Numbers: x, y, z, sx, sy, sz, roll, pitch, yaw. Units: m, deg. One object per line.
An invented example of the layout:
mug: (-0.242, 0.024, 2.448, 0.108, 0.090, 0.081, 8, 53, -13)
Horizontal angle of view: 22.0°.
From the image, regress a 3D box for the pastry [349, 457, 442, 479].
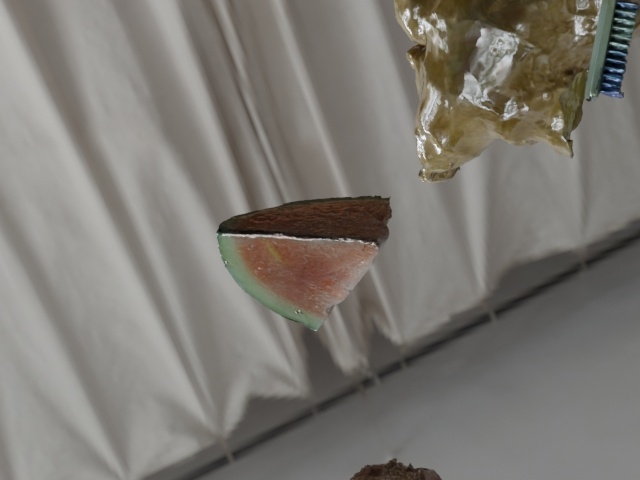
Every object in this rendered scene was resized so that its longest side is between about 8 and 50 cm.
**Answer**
pastry: (0.083, 0.301, 1.294, 0.112, 0.265, 0.103, -14, 164, 39)

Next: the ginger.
ginger: (0.135, -0.154, 1.311, 0.270, 0.219, 0.123, -51, 165, 23)

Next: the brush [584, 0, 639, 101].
brush: (0.219, -0.188, 1.190, 0.030, 0.179, 0.033, 10, -176, 9)

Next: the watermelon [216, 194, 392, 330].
watermelon: (-0.010, -0.011, 1.833, 0.202, 0.207, 0.136, -34, -132, 40)
